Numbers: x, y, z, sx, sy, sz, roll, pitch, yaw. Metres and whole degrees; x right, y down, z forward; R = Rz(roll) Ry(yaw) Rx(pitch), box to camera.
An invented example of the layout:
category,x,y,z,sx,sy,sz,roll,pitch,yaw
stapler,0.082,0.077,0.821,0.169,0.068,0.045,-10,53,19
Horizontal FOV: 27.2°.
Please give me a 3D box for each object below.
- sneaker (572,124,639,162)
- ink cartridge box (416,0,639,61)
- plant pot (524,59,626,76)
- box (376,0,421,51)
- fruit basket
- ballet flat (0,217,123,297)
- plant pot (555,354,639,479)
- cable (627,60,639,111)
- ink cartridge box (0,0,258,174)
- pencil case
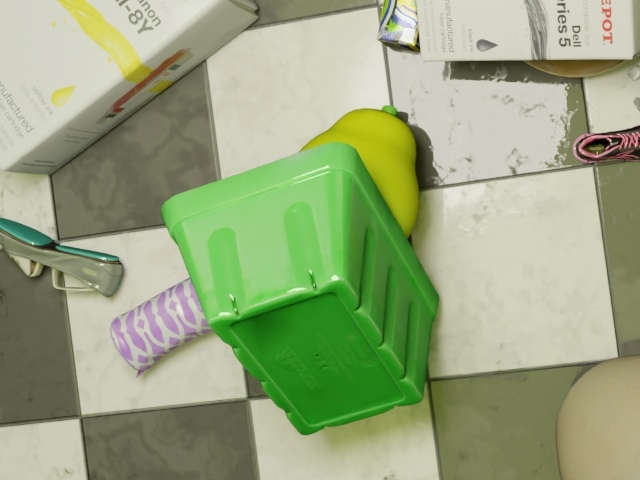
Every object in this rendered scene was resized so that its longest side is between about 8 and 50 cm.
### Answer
category,x,y,z,sx,sy,sz,roll,pitch,yaw
sneaker,0.375,-0.121,1.652,0.119,0.057,0.047,-10,87,12
ink cartridge box,0.256,-0.322,1.583,0.273,0.115,0.198,3,111,29
plant pot,0.315,-0.322,1.640,0.236,0.032,0.236,12,115,26
box,0.119,-0.334,1.711,0.054,0.059,0.169,12,94,15
fruit basket,0.000,0.000,1.636,0.283,0.392,0.392,-18,86,13
ballet flat,-0.377,0.028,1.834,0.213,0.072,0.068,18,99,13
plant pot,0.391,0.243,1.568,0.284,0.284,0.191,-55,44,9
cable,0.531,-0.179,1.586,0.257,0.089,0.257,-43,80,3
ink cartridge box,-0.322,-0.310,1.769,0.384,0.160,0.279,-36,82,12
pencil case,-0.182,0.101,1.782,0.206,0.086,0.088,-27,108,14
